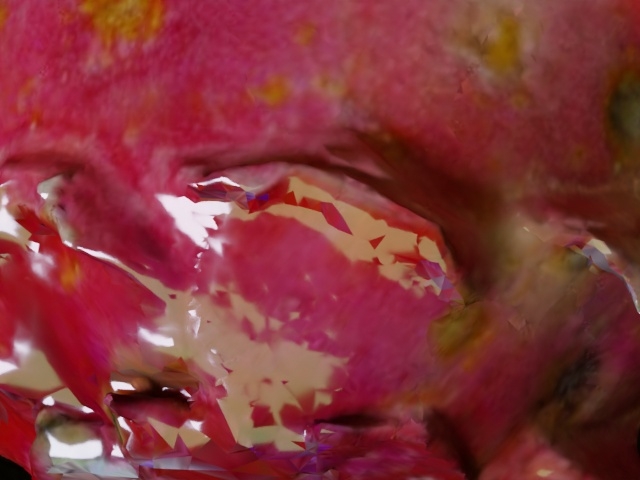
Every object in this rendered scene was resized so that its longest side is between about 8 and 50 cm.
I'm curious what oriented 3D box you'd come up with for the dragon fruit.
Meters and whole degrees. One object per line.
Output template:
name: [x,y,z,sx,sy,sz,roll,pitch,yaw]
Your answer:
dragon fruit: [0.000,0.000,0.738,0.386,0.249,0.371,-1,138,24]
